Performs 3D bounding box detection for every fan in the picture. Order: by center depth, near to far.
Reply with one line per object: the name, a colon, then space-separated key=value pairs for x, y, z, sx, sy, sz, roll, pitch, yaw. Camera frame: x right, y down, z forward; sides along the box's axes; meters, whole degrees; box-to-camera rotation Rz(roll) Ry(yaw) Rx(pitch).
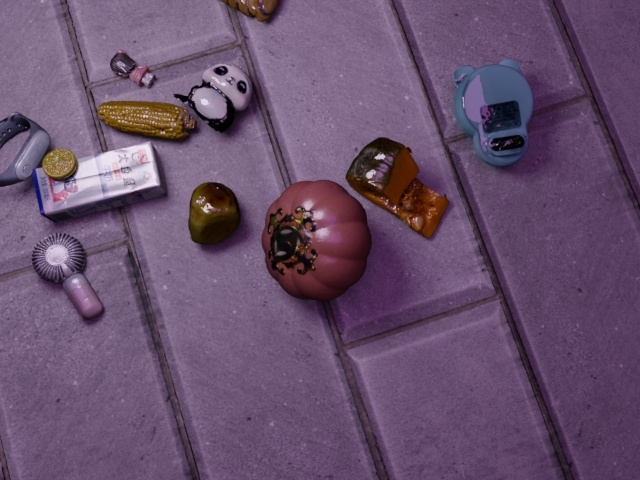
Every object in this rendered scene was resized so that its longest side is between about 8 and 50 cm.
fan: x=-0.643 y=0.093 z=1.737 sx=0.130 sy=0.074 sz=0.244 roll=-31 pitch=87 yaw=-18

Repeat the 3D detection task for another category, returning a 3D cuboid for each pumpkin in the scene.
pumpkin: x=0.209 y=-0.141 z=1.739 sx=0.280 sy=0.190 sz=0.139 roll=32 pitch=79 yaw=4

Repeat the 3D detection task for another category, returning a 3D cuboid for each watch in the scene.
watch: x=-0.811 y=-0.237 z=1.767 sx=0.193 sy=0.068 sz=0.206 roll=12 pitch=70 yaw=24

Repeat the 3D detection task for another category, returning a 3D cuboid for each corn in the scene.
corn: x=-0.461 y=-0.324 z=1.804 sx=0.261 sy=0.097 sz=0.097 roll=6 pitch=80 yaw=1

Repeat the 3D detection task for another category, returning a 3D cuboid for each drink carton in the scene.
drink carton: x=-0.571 y=-0.151 z=1.762 sx=0.315 sy=0.106 sz=0.131 roll=-14 pitch=81 yaw=-4

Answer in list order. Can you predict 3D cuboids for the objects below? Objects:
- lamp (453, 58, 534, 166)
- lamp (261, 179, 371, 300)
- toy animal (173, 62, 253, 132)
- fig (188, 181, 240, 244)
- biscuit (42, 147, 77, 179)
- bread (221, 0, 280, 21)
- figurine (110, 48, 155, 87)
lamp: x=0.467 y=-0.337 z=1.802 sx=0.209 sy=0.147 sz=0.284 roll=-10 pitch=72 yaw=-1
lamp: x=0.000 y=0.000 z=1.685 sx=0.305 sy=0.239 sz=0.305 roll=-1 pitch=89 yaw=41
toy animal: x=-0.272 y=-0.394 z=1.798 sx=0.166 sy=0.138 sz=0.179 roll=43 pitch=86 yaw=-10
fig: x=-0.277 y=-0.066 z=1.740 sx=0.154 sy=0.144 sz=0.166 roll=25 pitch=102 yaw=36
biscuit: x=-0.657 y=-0.193 z=1.702 sx=0.084 sy=0.023 sz=0.084 roll=-1 pitch=69 yaw=2
bread: x=-0.221 y=-0.703 z=1.886 sx=0.225 sy=0.081 sz=0.134 roll=32 pitch=75 yaw=6
figurine: x=-0.513 y=-0.471 z=1.849 sx=0.129 sy=0.054 sz=0.072 roll=27 pitch=76 yaw=1
